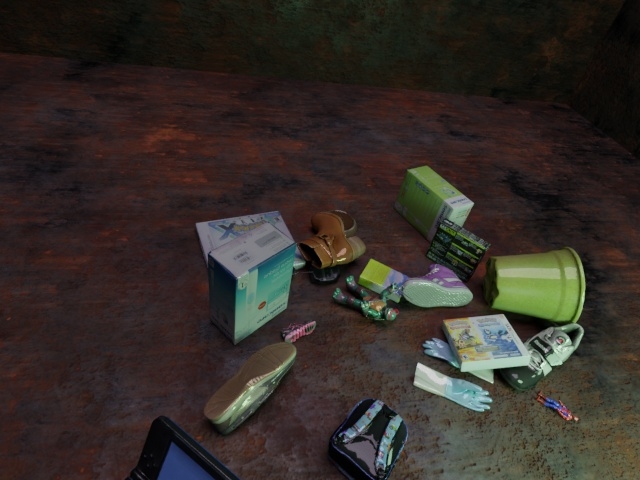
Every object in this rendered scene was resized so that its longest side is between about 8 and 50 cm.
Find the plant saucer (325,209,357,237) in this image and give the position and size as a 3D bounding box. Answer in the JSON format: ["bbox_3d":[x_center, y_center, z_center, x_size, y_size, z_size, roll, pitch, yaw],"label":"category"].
[{"bbox_3d":[0.072,-0.074,1.672,0.168,0.029,0.169,6,41,-6],"label":"plant saucer"}]

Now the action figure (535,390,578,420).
[{"bbox_3d":[0.694,0.488,1.200,0.115,0.030,0.038,34,41,20],"label":"action figure"}]

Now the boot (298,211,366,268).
[{"bbox_3d":[0.000,0.000,1.494,0.220,0.109,0.283,-18,49,-38],"label":"boot"}]

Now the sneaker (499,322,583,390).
[{"bbox_3d":[0.693,0.340,1.277,0.330,0.146,0.122,-20,52,-29],"label":"sneaker"}]

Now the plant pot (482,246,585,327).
[{"bbox_3d":[0.715,0.152,1.424,0.253,0.276,0.276,3,41,7],"label":"plant pot"}]

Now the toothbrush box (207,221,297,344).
[{"bbox_3d":[-0.200,0.125,1.188,0.126,0.296,0.216,38,47,25],"label":"toothbrush box"}]

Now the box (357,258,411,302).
[{"bbox_3d":[0.235,0.145,1.457,0.178,0.043,0.109,26,44,13],"label":"box"}]

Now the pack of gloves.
[{"bbox_3d":[0.411,0.388,1.230,0.231,0.046,0.195,21,43,9],"label":"pack of gloves"}]

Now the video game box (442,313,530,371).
[{"bbox_3d":[0.508,0.313,1.277,0.204,0.048,0.187,-6,28,-1],"label":"video game box"}]

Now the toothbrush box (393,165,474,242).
[{"bbox_3d":[0.459,-0.145,1.706,0.122,0.206,0.283,-15,48,-28],"label":"toothbrush box"}]

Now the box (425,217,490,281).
[{"bbox_3d":[0.506,0.036,1.533,0.190,0.184,0.045,35,45,25],"label":"box"}]

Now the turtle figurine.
[{"bbox_3d":[0.167,0.198,1.330,0.234,0.118,0.175,19,25,31],"label":"turtle figurine"}]

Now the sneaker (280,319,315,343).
[{"bbox_3d":[-0.069,0.268,1.256,0.119,0.047,0.057,-20,39,-33],"label":"sneaker"}]

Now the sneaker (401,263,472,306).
[{"bbox_3d":[0.381,0.147,1.442,0.281,0.102,0.161,12,35,-27],"label":"sneaker"}]

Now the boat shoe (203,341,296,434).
[{"bbox_3d":[-0.170,0.379,1.070,0.102,0.093,0.285,13,38,40],"label":"boat shoe"}]

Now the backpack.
[{"bbox_3d":[0.120,0.486,0.999,0.158,0.117,0.173,31,46,21],"label":"backpack"}]

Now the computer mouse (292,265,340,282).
[{"bbox_3d":[-0.048,0.119,1.421,0.241,0.041,0.071,1,56,-12],"label":"computer mouse"}]

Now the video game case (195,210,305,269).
[{"bbox_3d":[-0.258,0.017,1.488,0.328,0.036,0.300,-10,46,-23],"label":"video game case"}]

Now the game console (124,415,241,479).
[{"bbox_3d":[-0.304,0.551,0.800,0.292,0.251,0.173,29,18,18],"label":"game console"}]
